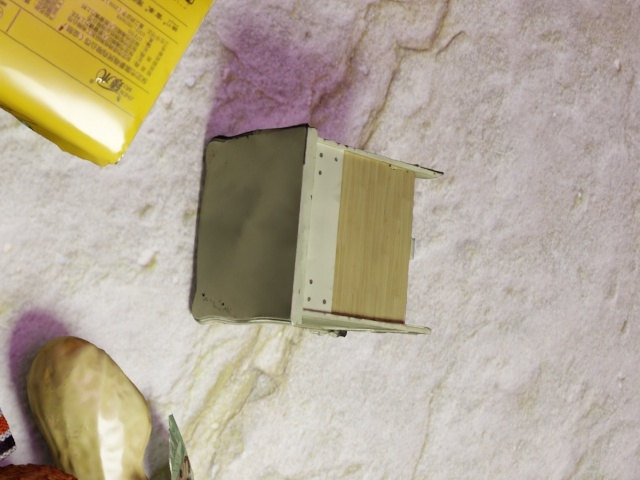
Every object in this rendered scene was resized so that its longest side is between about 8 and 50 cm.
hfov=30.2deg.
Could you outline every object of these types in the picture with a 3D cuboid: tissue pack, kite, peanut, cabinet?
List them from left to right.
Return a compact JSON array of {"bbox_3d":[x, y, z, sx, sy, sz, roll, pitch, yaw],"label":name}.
[{"bbox_3d":[-0.366,-0.313,1.465,0.382,0.228,0.293,33,83,-36],"label":"tissue pack"},{"bbox_3d":[-0.291,0.275,1.595,0.147,0.147,0.319,-26,103,-41],"label":"peanut"},{"bbox_3d":[-0.205,0.352,1.657,0.250,0.012,0.229,39,46,-76],"label":"kite"},{"bbox_3d":[0.000,0.000,1.827,0.318,0.227,0.290,11,80,-45],"label":"cabinet"}]

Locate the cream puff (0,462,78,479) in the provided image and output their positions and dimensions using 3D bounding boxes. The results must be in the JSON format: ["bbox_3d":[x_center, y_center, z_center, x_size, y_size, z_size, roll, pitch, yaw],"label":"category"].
[{"bbox_3d":[-0.383,0.372,1.467,0.240,0.164,0.240,-20,133,-24],"label":"cream puff"}]

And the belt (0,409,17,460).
[{"bbox_3d":[-0.502,0.278,1.355,0.359,0.126,0.094,-35,105,-57],"label":"belt"}]
